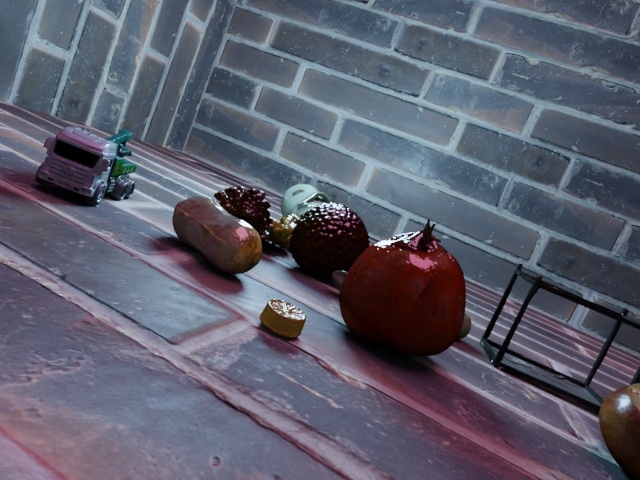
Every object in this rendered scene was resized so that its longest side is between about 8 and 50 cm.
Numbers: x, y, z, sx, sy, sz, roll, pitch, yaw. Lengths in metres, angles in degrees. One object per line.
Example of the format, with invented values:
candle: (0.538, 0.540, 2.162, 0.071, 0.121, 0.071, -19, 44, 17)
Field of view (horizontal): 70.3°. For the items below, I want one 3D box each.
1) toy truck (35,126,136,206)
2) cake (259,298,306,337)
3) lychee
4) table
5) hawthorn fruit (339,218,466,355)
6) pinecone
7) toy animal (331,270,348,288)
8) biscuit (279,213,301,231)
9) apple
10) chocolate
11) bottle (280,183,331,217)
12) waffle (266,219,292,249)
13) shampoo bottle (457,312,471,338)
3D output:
toy truck: (-0.608, -0.213, 1.233, 0.176, 0.178, 0.363, 22, 11, -10)
cake: (-0.068, 0.143, 0.830, 0.084, 0.044, 0.084, 22, 10, -4)
lychee: (0.025, 0.000, 1.397, 0.271, 0.236, 0.236, -16, 33, -41)
table: (0.672, 0.264, 1.252, 0.334, 0.272, 0.222, 24, 9, 7)
hawthorn fruit: (0.192, 0.095, 0.981, 0.275, 0.308, 0.276, 18, 22, -8)
pinecone: (-0.234, -0.064, 1.279, 0.195, 0.179, 0.150, 3, 0, 21)
toy animal: (0.148, 0.150, 1.230, 0.251, 0.127, 0.125, 9, 20, 0)
biscuit: (0.002, 0.000, 1.668, 0.334, 0.081, 0.289, 39, 19, 23)
apple: (0.616, 0.365, 0.836, 0.195, 0.160, 0.173, 23, 4, 12)
chocolate: (-0.256, -0.020, 1.086, 0.309, 0.134, 0.134, 32, 12, 40)
bottle: (-0.051, -0.114, 1.974, 0.229, 0.229, 0.352, 20, 14, -16)
waffle: (-0.174, -0.035, 1.474, 0.249, 0.056, 0.253, 16, -14, 36)
shampoo bottle: (0.348, 0.226, 1.303, 0.162, 0.079, 0.079, 19, 9, -20)
